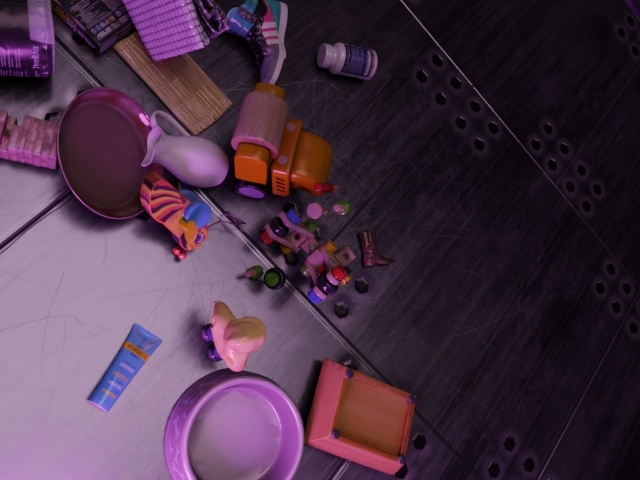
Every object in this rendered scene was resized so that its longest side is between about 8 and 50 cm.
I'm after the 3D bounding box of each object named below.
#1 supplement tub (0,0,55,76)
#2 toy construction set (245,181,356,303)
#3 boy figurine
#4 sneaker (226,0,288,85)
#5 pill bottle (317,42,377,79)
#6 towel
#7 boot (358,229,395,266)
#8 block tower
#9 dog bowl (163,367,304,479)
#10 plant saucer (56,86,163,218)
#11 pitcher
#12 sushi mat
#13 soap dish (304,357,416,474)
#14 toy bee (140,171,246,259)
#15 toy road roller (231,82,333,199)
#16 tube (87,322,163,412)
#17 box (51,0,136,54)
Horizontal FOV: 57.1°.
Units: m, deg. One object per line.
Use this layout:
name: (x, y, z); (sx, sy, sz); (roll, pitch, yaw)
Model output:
supplement tub: (-0.781, -0.474, 1.308); (0.338, 0.207, 0.206); (-5, 81, -27)
toy construction set: (0.000, 0.000, 1.570); (0.258, 0.237, 0.308); (25, 102, 20)
boy figurine: (-0.211, 0.221, 1.386); (0.092, 0.285, 0.177); (-17, 83, -27)
sneaker: (-0.189, -0.572, 1.653); (0.179, 0.124, 0.295); (12, 66, -28)
pill bottle: (0.080, -0.549, 1.793); (0.170, 0.094, 0.094); (4, 78, -25)
towel: (-0.363, -0.579, 1.434); (0.121, 0.284, 0.234); (-38, 118, -32)
boot: (0.168, 0.019, 1.749); (0.107, 0.037, 0.114); (-3, 76, -28)
block tower: (-0.710, -0.239, 1.357); (0.336, 0.091, 0.097); (13, 73, -22)
dog bowl: (-0.197, 0.486, 1.438); (0.349, 0.102, 0.348); (6, 76, -24)
plant saucer: (-0.501, -0.205, 1.399); (0.311, 0.050, 0.310); (4, 85, -59)
pitcher: (-0.343, -0.233, 1.503); (0.207, 0.126, 0.177); (18, 55, -37)
sushi mat: (-0.393, -0.441, 1.589); (0.316, 0.019, 0.151); (48, 63, -9)
soap dish: (0.115, 0.468, 1.564); (0.291, 0.118, 0.228); (27, 62, -21)
toy bee: (-0.332, -0.035, 1.455); (0.298, 0.195, 0.162); (32, 92, -27)
toy road roller: (-0.089, -0.231, 1.520); (0.241, 0.329, 0.202); (12, 73, 0)
tube: (-0.462, 0.301, 1.387); (0.080, 0.052, 0.207); (43, 59, -23)
box: (-0.558, -0.646, 1.534); (0.216, 0.060, 0.270); (45, 64, -10)
